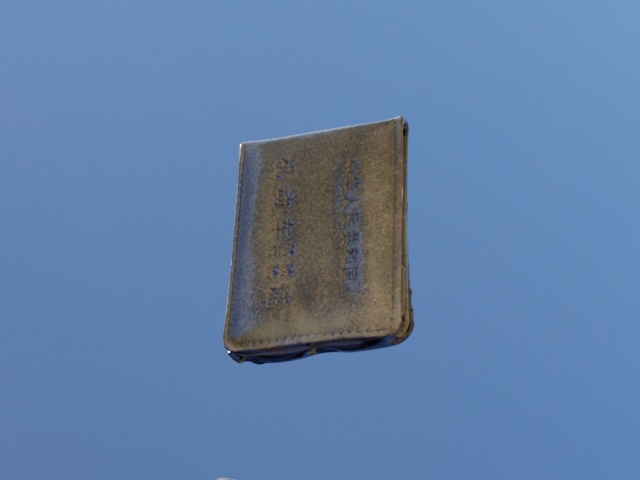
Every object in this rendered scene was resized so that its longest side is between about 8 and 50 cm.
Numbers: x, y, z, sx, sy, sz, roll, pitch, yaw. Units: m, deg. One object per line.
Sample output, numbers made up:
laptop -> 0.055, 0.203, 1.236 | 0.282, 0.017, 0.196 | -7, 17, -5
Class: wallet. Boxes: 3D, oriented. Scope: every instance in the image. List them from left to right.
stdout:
wallet -> -0.001, -0.001, 1.192 | 0.036, 0.167, 0.222 | 50, -143, -57

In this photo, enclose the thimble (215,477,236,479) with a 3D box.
thimble -> -0.119, 0.416, 1.946 | 0.150, 0.098, 0.150 | -36, -49, -55
